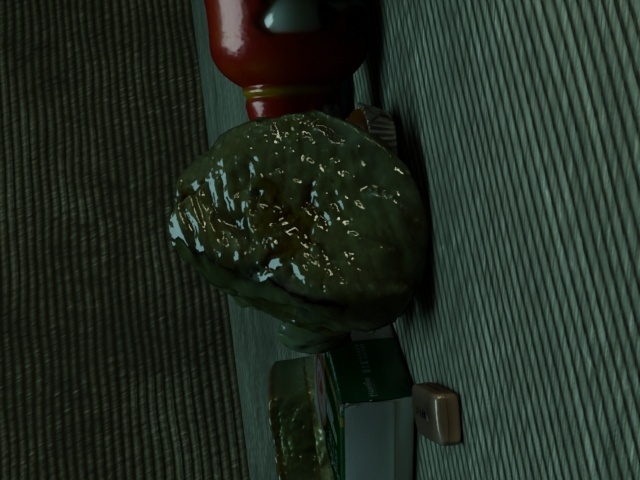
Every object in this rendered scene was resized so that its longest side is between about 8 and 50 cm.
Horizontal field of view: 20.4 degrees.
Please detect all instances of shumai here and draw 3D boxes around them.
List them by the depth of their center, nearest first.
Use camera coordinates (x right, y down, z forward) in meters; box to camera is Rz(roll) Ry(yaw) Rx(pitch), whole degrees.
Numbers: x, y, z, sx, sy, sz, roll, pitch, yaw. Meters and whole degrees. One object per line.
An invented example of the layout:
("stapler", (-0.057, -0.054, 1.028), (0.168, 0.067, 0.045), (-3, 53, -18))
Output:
("shumai", (-0.001, 0.000, 1.705), (0.189, 0.256, 0.218), (-60, -23, -14))

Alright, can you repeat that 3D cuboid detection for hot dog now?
("hot dog", (0.044, -0.072, 1.781), (0.192, 0.053, 0.099), (99, 160, -68))

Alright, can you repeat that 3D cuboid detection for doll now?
("doll", (-0.035, -0.234, 1.824), (0.183, 0.160, 0.363), (-6, -88, -53))

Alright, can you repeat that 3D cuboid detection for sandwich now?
("sandwich", (-0.005, 0.201, 2.039), (0.186, 0.108, 0.220), (88, 176, -62))

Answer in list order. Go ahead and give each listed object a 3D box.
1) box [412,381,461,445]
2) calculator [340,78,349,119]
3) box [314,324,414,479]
("box", (0.102, 0.154, 1.581), (0.115, 0.025, 0.048), (-168, 75, -83))
("calculator", (-0.008, -0.207, 2.108), (0.293, 0.051, 0.173), (-104, 11, -52))
("box", (0.043, 0.164, 1.834), (0.199, 0.081, 0.135), (-103, 11, -61))
